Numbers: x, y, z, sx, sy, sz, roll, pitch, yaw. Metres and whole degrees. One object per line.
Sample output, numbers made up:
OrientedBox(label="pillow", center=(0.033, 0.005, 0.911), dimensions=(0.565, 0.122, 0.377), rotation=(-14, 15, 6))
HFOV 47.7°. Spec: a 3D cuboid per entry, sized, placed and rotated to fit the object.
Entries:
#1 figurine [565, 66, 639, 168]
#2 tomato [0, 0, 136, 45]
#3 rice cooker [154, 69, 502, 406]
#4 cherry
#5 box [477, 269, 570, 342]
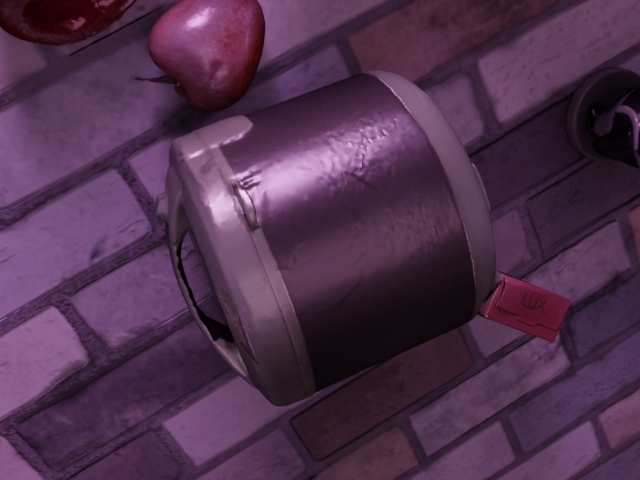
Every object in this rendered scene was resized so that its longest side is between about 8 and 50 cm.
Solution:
OrientedBox(label="figurine", center=(0.410, -0.125, 0.819), dimensions=(0.176, 0.236, 0.133), rotation=(-26, 116, -7))
OrientedBox(label="tomato", center=(-0.231, -0.273, 0.616), dimensions=(0.173, 0.099, 0.189), rotation=(-34, 159, -21))
OrientedBox(label="rice cooker", center=(-0.003, 0.000, 0.702), dimensions=(0.277, 0.288, 0.288), rotation=(-24, 117, -9))
OrientedBox(label="cherry", center=(-0.108, -0.186, 0.694), dimensions=(0.106, 0.087, 0.126), rotation=(19, 106, -29))
OrientedBox(label="box", center=(0.206, 0.064, 0.871), dimensions=(0.111, 0.156, 0.060), rotation=(19, 91, -26))
